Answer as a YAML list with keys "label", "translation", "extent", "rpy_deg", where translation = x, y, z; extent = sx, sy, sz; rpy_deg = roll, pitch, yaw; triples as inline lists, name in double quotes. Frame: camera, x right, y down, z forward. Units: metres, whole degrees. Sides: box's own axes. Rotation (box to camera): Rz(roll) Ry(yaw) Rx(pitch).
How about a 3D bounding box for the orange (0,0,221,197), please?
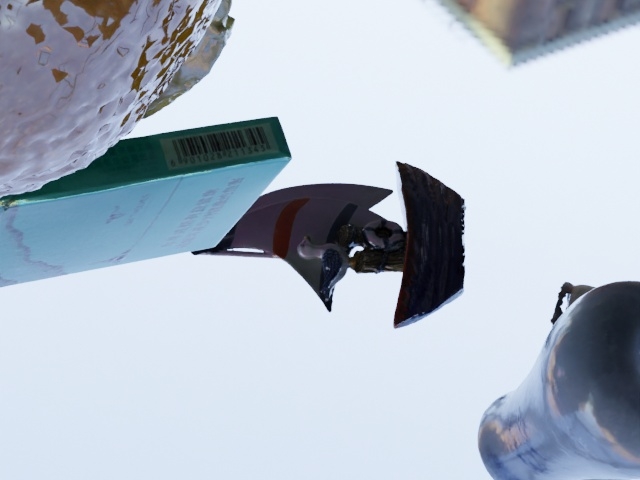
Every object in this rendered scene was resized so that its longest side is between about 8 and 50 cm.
- label: "orange"
  translation: [-0.183, -0.188, 0.694]
  extent: [0.322, 0.357, 0.322]
  rpy_deg: [-10, -123, 15]

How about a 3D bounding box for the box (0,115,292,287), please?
- label: "box"
  translation: [-0.151, -0.022, 1.225]
  extent: [0.226, 0.161, 0.042]
  rpy_deg: [-11, -109, -28]

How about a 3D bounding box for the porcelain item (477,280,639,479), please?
- label: "porcelain item"
  translation: [0.208, 0.118, 1.318]
  extent: [0.141, 0.259, 0.141]
  rpy_deg: [9, -116, -19]

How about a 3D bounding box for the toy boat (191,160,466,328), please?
- label: "toy boat"
  translation: [0.021, -0.016, 1.947]
  extent: [0.318, 0.072, 0.219]
  rpy_deg: [19, -127, 19]

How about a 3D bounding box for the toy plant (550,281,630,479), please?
- label: "toy plant"
  translation: [0.404, 0.170, 1.882]
  extent: [0.332, 0.247, 0.247]
  rpy_deg: [4, -139, 13]

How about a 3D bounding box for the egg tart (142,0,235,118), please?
- label: "egg tart"
  translation: [-0.196, -0.189, 1.104]
  extent: [0.315, 0.315, 0.120]
  rpy_deg: [29, -136, 17]
